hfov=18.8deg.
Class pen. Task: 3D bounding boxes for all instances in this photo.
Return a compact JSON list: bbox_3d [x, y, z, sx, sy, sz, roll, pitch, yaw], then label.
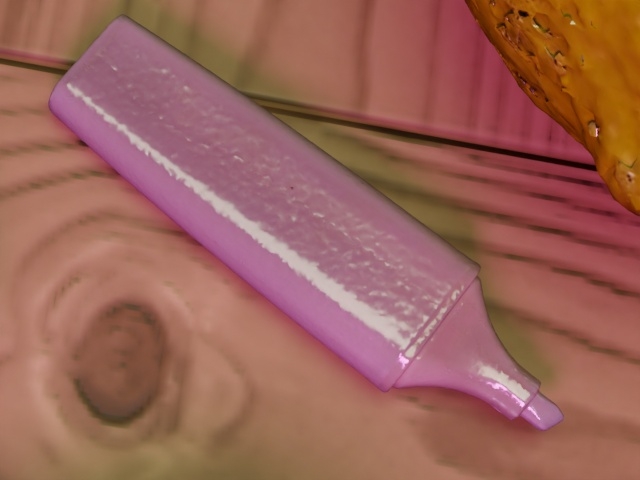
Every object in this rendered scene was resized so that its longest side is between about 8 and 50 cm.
[{"bbox_3d":[0.000,0.000,0.636,0.197,0.032,0.053,38,71,4],"label":"pen"}]

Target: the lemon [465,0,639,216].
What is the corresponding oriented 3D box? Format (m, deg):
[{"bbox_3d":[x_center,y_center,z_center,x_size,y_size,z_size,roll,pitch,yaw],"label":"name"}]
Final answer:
[{"bbox_3d":[0.178,-0.133,0.593,0.258,0.258,0.310,45,71,3],"label":"lemon"}]
